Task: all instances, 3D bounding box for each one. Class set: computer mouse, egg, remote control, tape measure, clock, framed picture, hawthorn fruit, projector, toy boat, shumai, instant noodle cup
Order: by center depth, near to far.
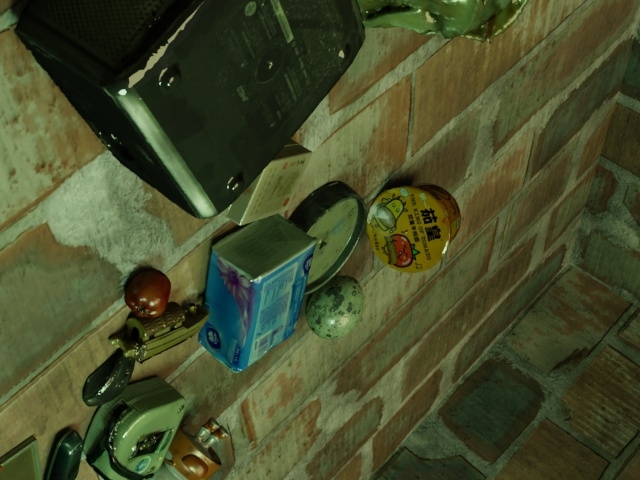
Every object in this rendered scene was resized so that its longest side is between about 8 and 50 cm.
[{"bbox_3d":[-0.149,-0.293,1.387,0.405,0.242,0.395,-50,153,-12],"label":"projector"},{"bbox_3d":[0.188,-0.487,1.626,0.395,0.348,0.395,-35,147,-27],"label":"shumai"},{"bbox_3d":[-0.307,0.089,1.786,0.081,0.081,0.093,91,12,-50],"label":"hawthorn fruit"},{"bbox_3d":[-0.611,0.480,1.793,0.250,0.016,0.184,-35,149,-35],"label":"framed picture"},{"bbox_3d":[-0.392,0.264,1.875,0.135,0.047,0.079,-50,155,-15],"label":"computer mouse"},{"bbox_3d":[-0.300,0.165,1.890,0.226,0.068,0.088,-22,134,-48],"label":"toy boat"},{"bbox_3d":[-0.500,0.458,1.919,0.072,0.042,0.222,-44,156,-57],"label":"remote control"},{"bbox_3d":[-0.381,0.407,1.994,0.207,0.115,0.235,-13,133,-58],"label":"tape measure"},{"bbox_3d":[0.000,0.000,2.226,0.280,0.055,0.280,-40,151,-27],"label":"clock"},{"bbox_3d":[0.038,0.160,2.400,0.172,0.132,0.132,-56,158,-25],"label":"egg"},{"bbox_3d":[0.243,-0.043,2.439,0.172,0.216,0.215,-27,144,-60],"label":"instant noodle cup"}]

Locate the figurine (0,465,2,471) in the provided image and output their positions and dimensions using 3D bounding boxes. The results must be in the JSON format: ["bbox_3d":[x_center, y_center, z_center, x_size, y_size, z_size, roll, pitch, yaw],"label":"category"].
[{"bbox_3d":[-0.542,0.287,1.431,0.183,0.226,0.160,-51,153,-9],"label":"figurine"}]

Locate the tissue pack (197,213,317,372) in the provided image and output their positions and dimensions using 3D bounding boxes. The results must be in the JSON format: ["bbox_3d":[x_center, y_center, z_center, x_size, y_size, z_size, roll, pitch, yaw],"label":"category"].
[{"bbox_3d":[-0.134,0.104,2.010,0.198,0.146,0.263,-33,146,-42],"label":"tissue pack"}]

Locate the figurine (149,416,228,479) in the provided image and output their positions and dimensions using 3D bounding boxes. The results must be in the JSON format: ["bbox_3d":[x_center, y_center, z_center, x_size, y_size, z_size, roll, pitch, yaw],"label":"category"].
[{"bbox_3d":[-0.322,0.505,2.218,0.271,0.143,0.143,-39,158,13],"label":"figurine"}]

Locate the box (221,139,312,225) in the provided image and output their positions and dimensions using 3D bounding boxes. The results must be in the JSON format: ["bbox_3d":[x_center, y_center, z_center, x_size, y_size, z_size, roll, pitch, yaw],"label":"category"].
[{"bbox_3d":[-0.102,-0.112,1.869,0.201,0.058,0.141,-24,142,-62],"label":"box"}]
